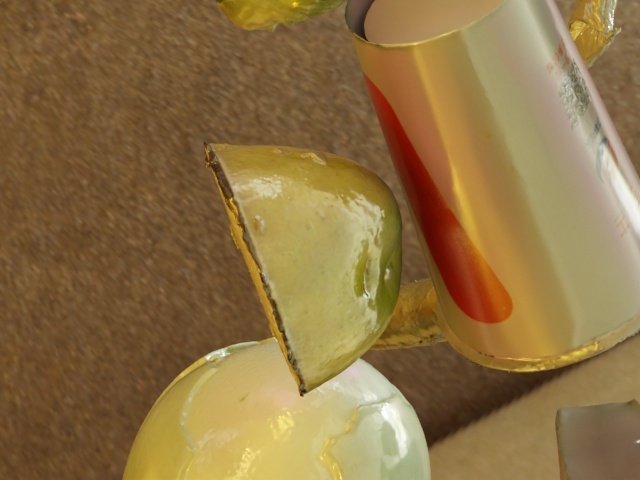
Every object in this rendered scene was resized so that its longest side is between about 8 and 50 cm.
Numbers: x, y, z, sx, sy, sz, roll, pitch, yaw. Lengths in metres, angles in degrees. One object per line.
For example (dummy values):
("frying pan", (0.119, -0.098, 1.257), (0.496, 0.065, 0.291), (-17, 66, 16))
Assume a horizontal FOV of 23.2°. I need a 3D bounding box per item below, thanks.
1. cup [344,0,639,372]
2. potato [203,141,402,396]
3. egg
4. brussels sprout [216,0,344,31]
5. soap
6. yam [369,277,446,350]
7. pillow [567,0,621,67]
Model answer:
("cup", (0.130, -0.071, 1.130), (0.203, 0.203, 0.288), (-36, 128, -11))
("potato", (0.000, 0.000, 1.080), (0.117, 0.182, 0.202), (-20, 135, -3))
("egg", (-0.037, 0.225, 1.417), (0.278, 0.278, 0.336), (6, 137, -28))
("brussels sprout", (-0.025, -0.224, 1.169), (0.139, 0.100, 0.181), (20, 126, -8))
("soap", (0.291, 0.334, 1.460), (0.107, 0.285, 0.296), (-5, 104, 5))
("yam", (0.096, 0.081, 1.717), (0.083, 0.371, 0.083), (5, 79, -26))
("pillow", (0.385, -0.359, 2.147), (0.059, 0.169, 0.255), (15, 78, -1))
